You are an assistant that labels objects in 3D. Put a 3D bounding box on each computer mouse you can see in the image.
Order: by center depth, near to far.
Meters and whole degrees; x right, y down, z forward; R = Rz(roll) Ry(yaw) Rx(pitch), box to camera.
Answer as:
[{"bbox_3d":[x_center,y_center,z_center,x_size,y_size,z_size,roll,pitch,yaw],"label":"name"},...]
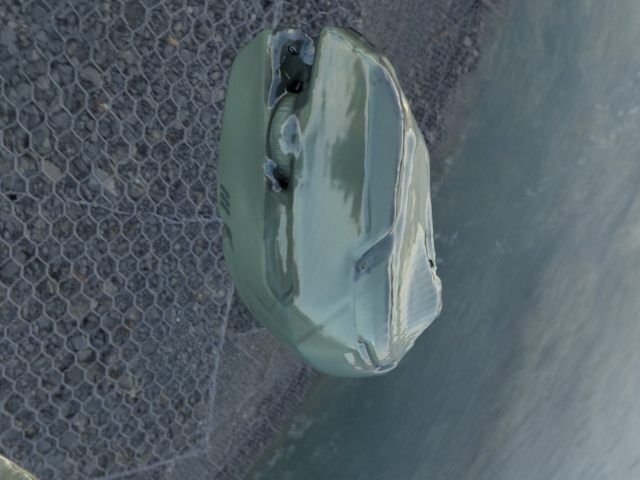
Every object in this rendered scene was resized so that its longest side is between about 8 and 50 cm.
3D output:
[{"bbox_3d":[-0.002,-0.001,0.623,0.145,0.228,0.429,-42,133,-47],"label":"computer mouse"}]

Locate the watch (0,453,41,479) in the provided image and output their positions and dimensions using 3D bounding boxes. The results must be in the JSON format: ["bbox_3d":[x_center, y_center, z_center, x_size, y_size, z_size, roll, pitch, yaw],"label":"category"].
[{"bbox_3d":[-0.111,0.114,0.177,0.102,0.165,0.268,-50,118,-18],"label":"watch"}]
